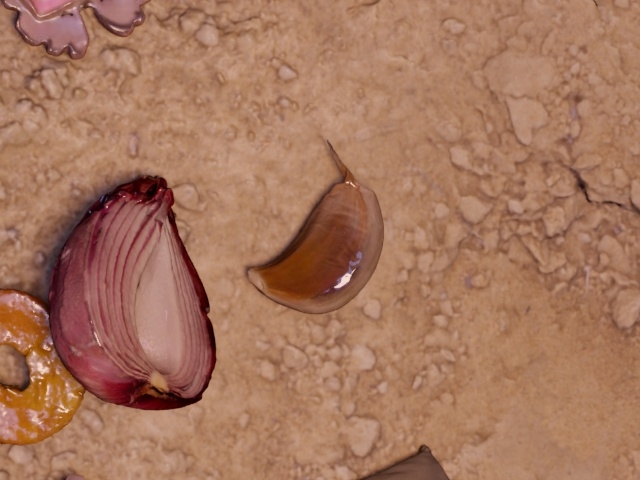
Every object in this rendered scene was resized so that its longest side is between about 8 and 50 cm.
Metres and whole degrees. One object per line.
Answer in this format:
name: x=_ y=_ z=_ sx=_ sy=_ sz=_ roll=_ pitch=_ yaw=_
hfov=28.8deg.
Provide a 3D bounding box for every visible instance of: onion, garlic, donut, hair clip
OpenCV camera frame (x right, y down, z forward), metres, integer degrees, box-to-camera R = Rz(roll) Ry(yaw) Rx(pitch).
onion: x=-0.217 y=0.055 z=1.397 sx=0.120 sy=0.227 sz=0.283 roll=-15 pitch=55 yaw=26
garlic: x=0.012 y=-0.003 z=1.471 sx=0.128 sy=0.090 sz=0.198 roll=30 pitch=89 yaw=3
donut: x=-0.348 y=0.141 z=1.413 sx=0.162 sy=0.065 sz=0.178 roll=-33 pitch=97 yaw=-4
hair clip: x=-0.224 y=-0.333 z=1.426 sx=0.300 sy=0.069 sz=0.173 roll=-29 pitch=94 yaw=1

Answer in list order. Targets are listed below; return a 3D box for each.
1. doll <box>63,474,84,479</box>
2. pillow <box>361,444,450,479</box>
doll: x=-0.284 y=0.407 z=1.390 sx=0.151 sy=0.151 sz=0.287 roll=3 pitch=87 yaw=-11
pillow: x=0.053 y=0.339 z=1.457 sx=0.255 sy=0.059 sz=0.169 roll=-22 pitch=52 yaw=-10
